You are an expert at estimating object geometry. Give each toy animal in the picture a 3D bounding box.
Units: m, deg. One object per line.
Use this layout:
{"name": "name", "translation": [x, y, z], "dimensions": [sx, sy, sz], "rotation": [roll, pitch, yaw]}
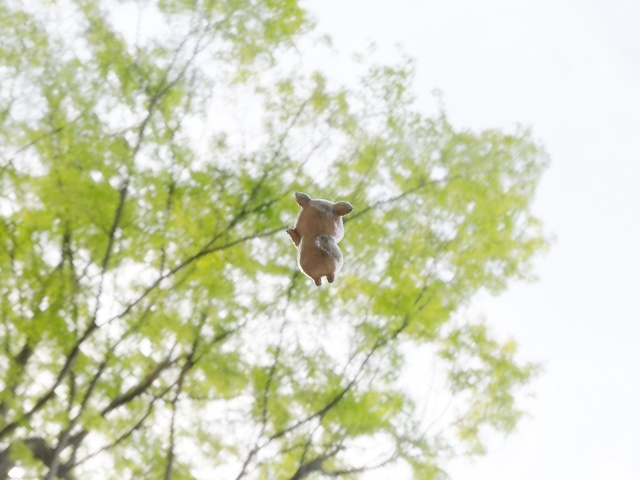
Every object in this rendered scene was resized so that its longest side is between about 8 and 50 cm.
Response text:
{"name": "toy animal", "translation": [0.002, -0.002, 1.733], "dimensions": [0.089, 0.083, 0.150], "rotation": [-28, -117, 58]}
